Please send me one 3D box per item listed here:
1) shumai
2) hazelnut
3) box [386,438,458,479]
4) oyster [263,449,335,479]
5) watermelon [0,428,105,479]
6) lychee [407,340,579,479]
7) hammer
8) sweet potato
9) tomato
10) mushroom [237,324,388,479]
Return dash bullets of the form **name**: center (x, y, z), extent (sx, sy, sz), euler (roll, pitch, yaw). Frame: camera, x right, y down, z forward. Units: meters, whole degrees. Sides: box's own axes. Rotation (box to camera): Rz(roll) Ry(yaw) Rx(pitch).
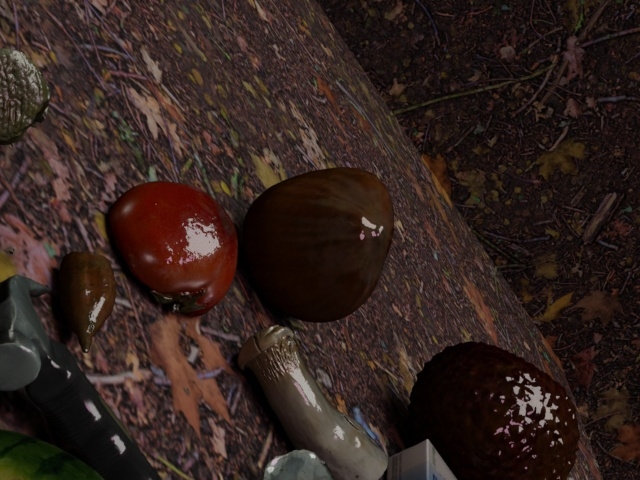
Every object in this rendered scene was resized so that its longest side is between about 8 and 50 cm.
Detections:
- **shumai**: center (-0.285, -0.131, 0.851), extent (0.080, 0.082, 0.083), euler (22, -60, 58)
- **hazelnut**: center (-0.006, -0.005, 1.215), extent (0.186, 0.210, 0.210), euler (20, 20, 1)
- **box**: center (0.147, 0.376, 1.238), extent (0.139, 0.073, 0.194), euler (55, 17, -16)
- **oyster**: center (0.028, 0.319, 0.954), extent (0.252, 0.087, 0.199), euler (27, 46, -50)
- **watermelon**: center (-0.165, 0.189, 0.529), extent (0.204, 0.127, 0.232), euler (60, 10, 12)
- **lychee**: center (0.250, 0.280, 1.416), extent (0.261, 0.260, 0.261), euler (53, 18, -25)
- **hammer**: center (-0.177, 0.126, 0.695), extent (0.226, 0.041, 0.159), euler (61, -5, -25)
- **sweet potato**: center (-0.196, 0.053, 0.797), extent (0.049, 0.049, 0.117), euler (48, 17, -37)
- **tomato**: center (-0.140, -0.001, 0.989), extent (0.159, 0.091, 0.139), euler (36, 27, -50)
- **mushroom**: center (-0.012, 0.192, 1.070), extent (0.223, 0.081, 0.092), euler (52, 36, -19)
